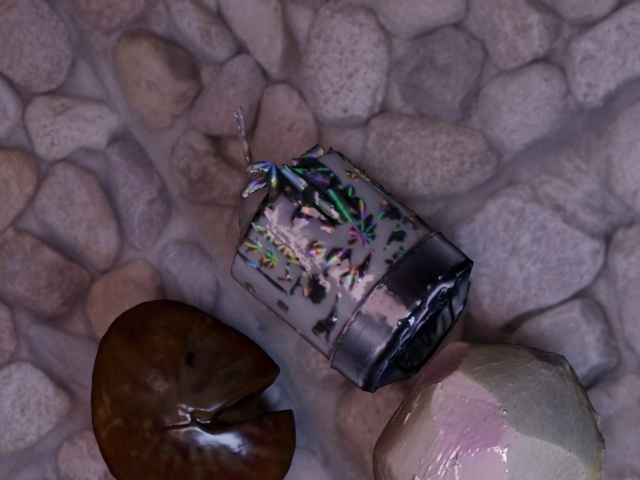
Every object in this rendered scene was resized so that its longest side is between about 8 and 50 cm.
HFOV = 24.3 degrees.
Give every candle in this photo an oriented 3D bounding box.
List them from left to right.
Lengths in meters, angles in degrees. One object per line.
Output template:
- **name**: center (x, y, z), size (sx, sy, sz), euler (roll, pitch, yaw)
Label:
- **candle**: center (0.000, 0.000, 1.582), size (0.330, 0.187, 0.187), euler (41, 100, 12)

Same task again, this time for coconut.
- **coconut**: center (0.178, 0.213, 1.516), size (0.227, 0.227, 0.230), euler (37, 106, 11)

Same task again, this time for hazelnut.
- **hazelnut**: center (-0.146, 0.182, 1.607), size (0.217, 0.217, 0.251), euler (-32, 84, 12)
